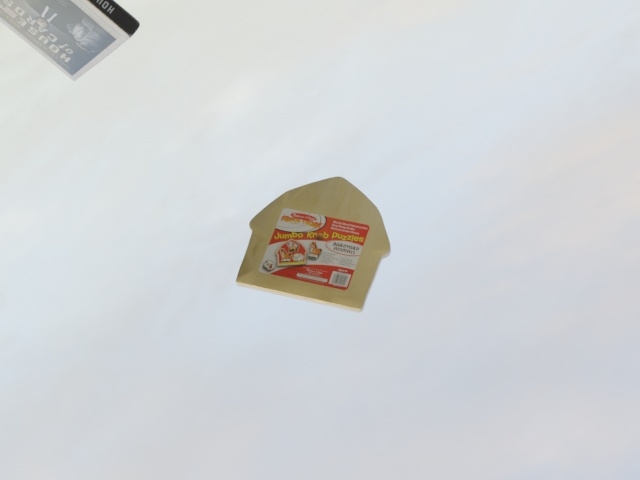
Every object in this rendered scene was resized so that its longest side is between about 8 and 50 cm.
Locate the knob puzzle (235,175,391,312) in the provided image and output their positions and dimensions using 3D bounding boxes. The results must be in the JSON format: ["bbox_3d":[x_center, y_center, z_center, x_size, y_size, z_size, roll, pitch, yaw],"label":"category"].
[{"bbox_3d":[0.000,0.000,1.873,0.213,0.030,0.213,-3,-125,5],"label":"knob puzzle"}]

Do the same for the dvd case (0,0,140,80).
[{"bbox_3d":[-0.339,-0.292,1.813,0.029,0.179,0.238,-57,-163,-22],"label":"dvd case"}]
